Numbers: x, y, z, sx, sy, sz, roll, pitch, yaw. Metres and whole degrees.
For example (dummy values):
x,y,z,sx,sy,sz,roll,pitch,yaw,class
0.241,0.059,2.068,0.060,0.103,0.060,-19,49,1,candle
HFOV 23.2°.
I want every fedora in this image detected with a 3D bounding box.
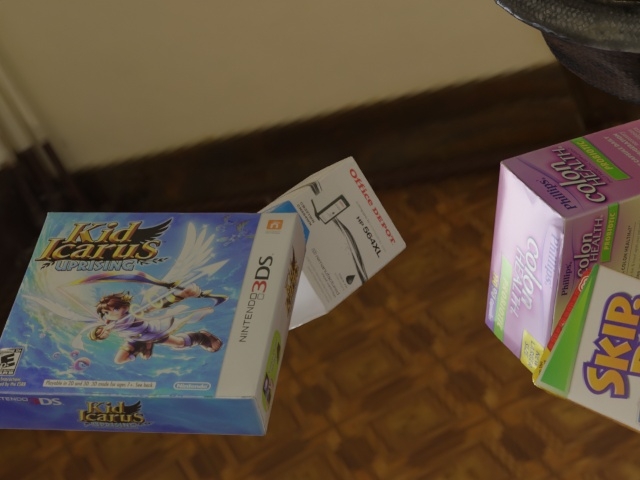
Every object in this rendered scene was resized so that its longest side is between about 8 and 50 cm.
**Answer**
x,y,z,sx,sy,sz,roll,pitch,yaw,class
0.267,-0.226,1.308,0.334,0.152,0.334,-5,47,6,fedora

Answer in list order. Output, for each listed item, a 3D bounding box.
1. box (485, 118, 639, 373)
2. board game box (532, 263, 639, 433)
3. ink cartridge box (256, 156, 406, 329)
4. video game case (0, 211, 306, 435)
x,y,z,sx,sy,sz,roll,pitch,yaw,class
0.309,0.002,1.625,0.243,0.214,0.117,-18,41,-23,box
0.296,0.108,1.325,0.259,0.039,0.124,22,82,47,board game box
0.000,0.000,2.013,0.086,0.148,0.203,-26,8,42,ink cartridge box
-0.165,0.074,1.508,0.269,0.061,0.244,0,44,11,video game case
